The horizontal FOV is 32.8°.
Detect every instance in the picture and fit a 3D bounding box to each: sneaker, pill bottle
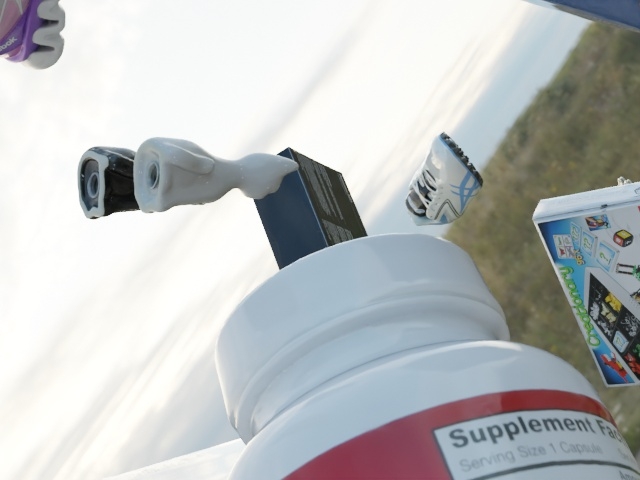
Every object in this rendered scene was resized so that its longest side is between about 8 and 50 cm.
[{"bbox_3d":[0.155,-0.070,1.416,0.086,0.085,0.237,-34,-15,-7],"label":"sneaker"},{"bbox_3d":[-0.240,-0.225,0.791,0.105,0.095,0.236,-16,-43,-37],"label":"sneaker"},{"bbox_3d":[0.078,0.202,0.553,0.229,0.407,0.229,-14,-37,-11],"label":"pill bottle"}]

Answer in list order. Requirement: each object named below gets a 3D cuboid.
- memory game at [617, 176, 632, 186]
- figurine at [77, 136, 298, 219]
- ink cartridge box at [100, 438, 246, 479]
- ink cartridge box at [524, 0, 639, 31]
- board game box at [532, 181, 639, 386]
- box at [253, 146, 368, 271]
[{"bbox_3d":[0.552,-0.023,1.867,0.012,0.186,0.186,-21,-5,3],"label":"memory game"},{"bbox_3d":[-0.162,-0.080,1.366,0.210,0.215,0.092,-5,-88,-42],"label":"figurine"},{"bbox_3d":[-0.018,0.186,0.828,0.275,0.060,0.239,-14,2,-17],"label":"ink cartridge box"},{"bbox_3d":[0.190,-0.287,0.722,0.396,0.151,0.269,-4,-63,-52],"label":"ink cartridge box"},{"bbox_3d":[0.431,0.064,1.464,0.193,0.305,0.053,-10,30,34],"label":"board game box"},{"bbox_3d":[0.000,0.000,1.760,0.103,0.261,0.184,-31,-24,23],"label":"box"}]
